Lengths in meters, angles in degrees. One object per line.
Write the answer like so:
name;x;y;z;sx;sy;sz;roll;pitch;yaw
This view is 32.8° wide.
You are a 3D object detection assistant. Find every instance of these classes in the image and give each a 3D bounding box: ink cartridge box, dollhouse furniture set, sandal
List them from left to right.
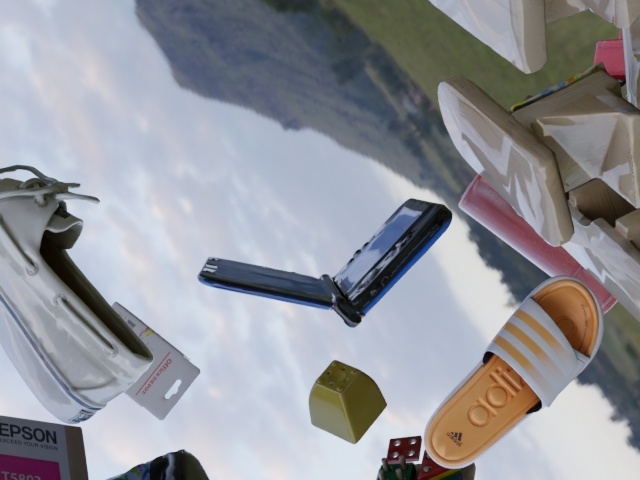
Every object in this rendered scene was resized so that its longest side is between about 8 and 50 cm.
ink cartridge box;-0.372;0.291;1.202;0.234;0.088;0.193;17;-137;-39
ink cartridge box;-0.281;0.193;1.715;0.181;0.104;0.061;37;172;12
sandal;0.217;0.158;1.211;0.102;0.265;0.076;40;-173;7
dollhouse furniture set;0.253;-0.143;0.792;0.256;0.362;0.394;54;166;50

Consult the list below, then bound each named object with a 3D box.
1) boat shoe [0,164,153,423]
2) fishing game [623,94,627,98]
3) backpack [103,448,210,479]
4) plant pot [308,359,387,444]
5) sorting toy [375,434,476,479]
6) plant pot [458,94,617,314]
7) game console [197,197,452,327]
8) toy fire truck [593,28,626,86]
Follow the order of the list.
boat shoe;-0.284;-0.008;1.073;0.367;0.156;0.136;56;-173;3
fishing game;0.534;-0.257;1.491;0.264;0.189;0.041;-25;-105;-35
backpack;-0.290;0.447;1.354;0.290;0.355;0.273;66;-174;31
plant pot;0.032;0.213;1.497;0.081;0.081;0.083;19;140;34
sorting toy;0.125;0.315;1.394;0.274;0.132;0.046;-65;-38;-57
plant pot;0.368;-0.066;1.628;0.265;0.272;0.272;32;-169;5
game console;0.000;0.000;1.335;0.173;0.250;0.293;43;180;-6
toy fire truck;0.269;-0.184;0.849;0.192;0.135;0.047;6;-175;-27
